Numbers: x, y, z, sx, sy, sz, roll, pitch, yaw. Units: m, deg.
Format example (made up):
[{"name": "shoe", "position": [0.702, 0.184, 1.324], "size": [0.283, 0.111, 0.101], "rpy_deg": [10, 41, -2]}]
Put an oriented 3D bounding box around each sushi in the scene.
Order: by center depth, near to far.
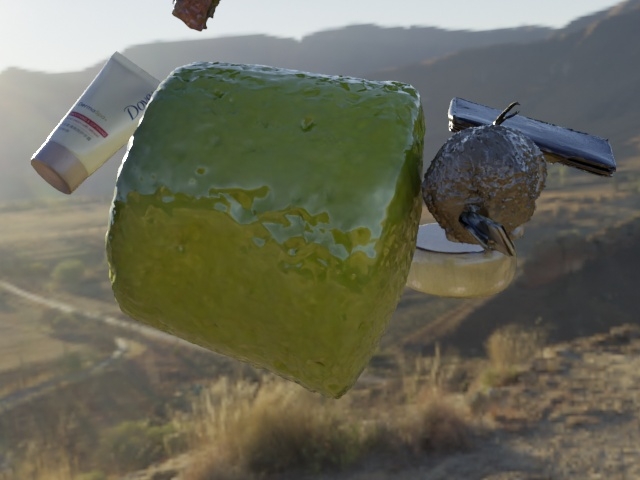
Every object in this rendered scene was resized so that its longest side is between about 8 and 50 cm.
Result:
[{"name": "sushi", "position": [-0.196, -0.520, 1.783], "size": [0.107, 0.241, 0.161], "rpy_deg": [23, -26, -2]}]

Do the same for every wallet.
[{"name": "wallet", "position": [0.285, -0.140, 1.320], "size": [0.232, 0.031, 0.122], "rpy_deg": [17, 27, 2]}]

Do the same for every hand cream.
[{"name": "hand cream", "position": [-0.347, -0.186, 1.549], "size": [0.133, 0.248, 0.083], "rpy_deg": [33, -23, 4]}]

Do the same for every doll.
[{"name": "doll", "position": [0.149, -0.049, 0.904], "size": [0.105, 0.115, 0.221], "rpy_deg": [4, 25, 21]}]

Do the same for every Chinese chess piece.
[{"name": "Chinese chess piece", "position": [0.280, 0.034, 2.008], "size": [0.249, 0.103, 0.250], "rpy_deg": [-1, 18, 0]}]

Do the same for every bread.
[{"name": "bread", "position": [-0.052, -0.019, 1.053], "size": [0.307, 0.348, 0.348], "rpy_deg": [10, 8, 2]}]
